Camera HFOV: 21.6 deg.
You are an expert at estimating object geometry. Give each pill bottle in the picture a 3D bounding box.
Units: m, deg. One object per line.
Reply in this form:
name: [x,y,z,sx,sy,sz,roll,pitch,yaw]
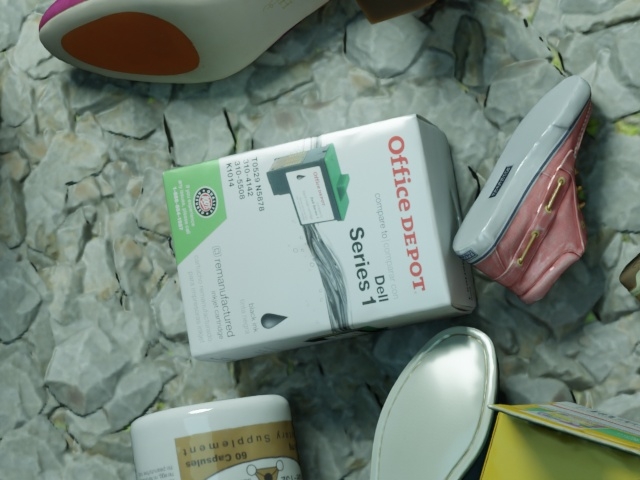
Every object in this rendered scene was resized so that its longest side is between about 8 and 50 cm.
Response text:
pill bottle: [-0.070,0.244,1.323,0.131,0.131,0.229,-12,81,15]

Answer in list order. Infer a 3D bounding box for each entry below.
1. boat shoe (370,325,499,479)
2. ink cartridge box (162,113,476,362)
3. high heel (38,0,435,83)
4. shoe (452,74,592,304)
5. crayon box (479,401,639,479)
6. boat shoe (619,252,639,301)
boat shoe: [0.093,0.195,1.304,0.095,0.079,0.255,5,77,33]
ink cartridge box: [0.000,0.000,1.346,0.219,0.092,0.160,-13,81,15]
high heel: [-0.059,-0.244,1.406,0.377,0.127,0.181,-6,54,20]
shoe: [0.180,-0.039,1.318,0.081,0.063,0.178,37,74,-17]
crayon box: [0.226,0.177,1.141,0.203,0.323,0.083,17,89,18]
boat shoe: [0.319,-0.009,1.275,0.190,0.068,0.072,-44,87,18]
